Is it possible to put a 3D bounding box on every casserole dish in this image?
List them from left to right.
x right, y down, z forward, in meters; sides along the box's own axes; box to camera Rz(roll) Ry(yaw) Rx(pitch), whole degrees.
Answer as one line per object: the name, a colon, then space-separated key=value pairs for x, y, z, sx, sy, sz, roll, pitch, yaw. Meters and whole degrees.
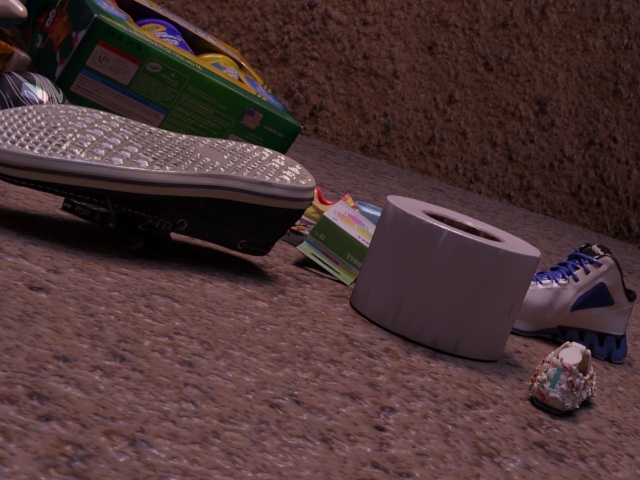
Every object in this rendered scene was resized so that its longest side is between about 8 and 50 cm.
casserole dish: x=0.140 y=-0.047 z=2.523 sx=0.188 sy=0.037 sz=0.114 roll=19 pitch=9 yaw=1

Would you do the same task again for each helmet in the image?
helmet: x=-0.460 y=-0.176 z=1.742 sx=0.161 sy=0.169 sz=0.169 roll=6 pitch=-2 yaw=43

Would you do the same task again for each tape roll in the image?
tape roll: x=0.183 y=0.053 z=1.677 sx=0.246 sy=0.169 sz=0.246 roll=20 pitch=10 yaw=-4

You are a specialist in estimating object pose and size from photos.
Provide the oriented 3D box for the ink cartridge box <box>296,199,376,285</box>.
ink cartridge box: x=0.041 y=0.001 z=1.886 sx=0.109 sy=0.062 sz=0.209 roll=37 pitch=16 yaw=4

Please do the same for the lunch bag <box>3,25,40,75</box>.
lunch bag: x=-0.591 y=-0.444 z=2.310 sx=0.279 sy=0.108 sz=0.224 roll=46 pitch=-15 yaw=-6

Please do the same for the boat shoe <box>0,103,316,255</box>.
boat shoe: x=-0.237 y=-0.068 z=1.558 sx=0.500 sy=0.156 sz=0.187 roll=9 pitch=29 yaw=-36

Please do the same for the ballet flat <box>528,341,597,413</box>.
ballet flat: x=0.345 y=0.181 z=1.562 sx=0.091 sy=0.077 sz=0.241 roll=21 pitch=9 yaw=14

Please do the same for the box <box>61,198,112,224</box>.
box: x=-0.329 y=-0.046 z=1.651 sx=0.067 sy=0.018 sz=0.083 roll=22 pitch=10 yaw=10

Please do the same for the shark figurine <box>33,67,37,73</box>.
shark figurine: x=-0.555 y=-0.288 z=2.269 sx=0.278 sy=0.116 sz=0.166 roll=26 pitch=13 yaw=40

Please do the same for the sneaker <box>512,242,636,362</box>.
sneaker: x=0.411 y=0.079 z=1.938 sx=0.316 sy=0.182 sz=0.127 roll=17 pitch=9 yaw=-15

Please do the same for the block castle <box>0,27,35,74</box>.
block castle: x=-0.724 y=-0.349 z=2.010 sx=0.303 sy=0.213 sz=0.453 roll=27 pitch=10 yaw=-40

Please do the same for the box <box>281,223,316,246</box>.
box: x=0.000 y=0.000 z=2.017 sx=0.094 sy=0.027 sz=0.137 roll=22 pitch=11 yaw=19

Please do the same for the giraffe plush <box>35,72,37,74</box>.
giraffe plush: x=-0.641 y=-0.382 z=2.510 sx=0.181 sy=0.210 sz=0.170 roll=2 pitch=-26 yaw=-39

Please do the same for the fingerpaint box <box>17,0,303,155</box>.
fingerpaint box: x=-0.298 y=-0.312 z=2.047 sx=0.445 sy=0.163 sz=0.371 roll=25 pitch=17 yaw=-35

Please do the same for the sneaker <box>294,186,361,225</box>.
sneaker: x=0.052 y=-0.037 z=2.125 sx=0.208 sy=0.094 sz=0.081 roll=23 pitch=9 yaw=9

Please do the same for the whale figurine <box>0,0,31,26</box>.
whale figurine: x=-0.556 y=-0.422 z=1.921 sx=0.216 sy=0.141 sz=0.272 roll=-6 pitch=43 yaw=-16
